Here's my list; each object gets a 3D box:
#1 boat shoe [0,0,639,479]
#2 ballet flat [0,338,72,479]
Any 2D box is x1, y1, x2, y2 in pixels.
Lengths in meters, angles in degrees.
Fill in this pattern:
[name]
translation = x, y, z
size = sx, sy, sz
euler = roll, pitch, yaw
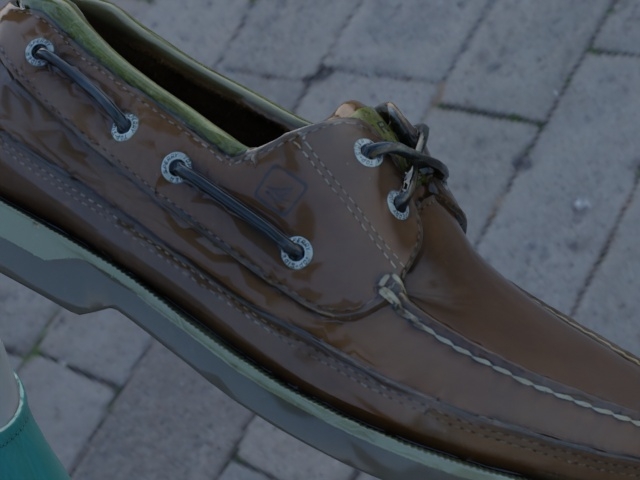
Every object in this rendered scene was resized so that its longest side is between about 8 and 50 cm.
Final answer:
[boat shoe]
translation = 0.000, 0.000, 0.455
size = 0.307, 0.111, 0.104
euler = 23, 101, 10
[ballet flat]
translation = -0.191, 0.038, 0.548
size = 0.247, 0.083, 0.087
euler = 36, 120, 17
